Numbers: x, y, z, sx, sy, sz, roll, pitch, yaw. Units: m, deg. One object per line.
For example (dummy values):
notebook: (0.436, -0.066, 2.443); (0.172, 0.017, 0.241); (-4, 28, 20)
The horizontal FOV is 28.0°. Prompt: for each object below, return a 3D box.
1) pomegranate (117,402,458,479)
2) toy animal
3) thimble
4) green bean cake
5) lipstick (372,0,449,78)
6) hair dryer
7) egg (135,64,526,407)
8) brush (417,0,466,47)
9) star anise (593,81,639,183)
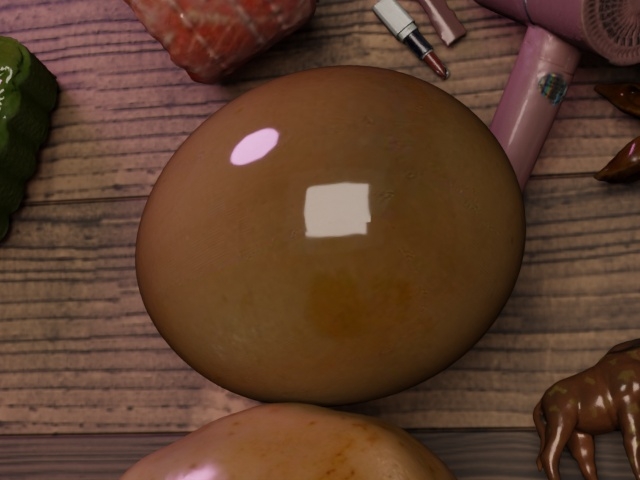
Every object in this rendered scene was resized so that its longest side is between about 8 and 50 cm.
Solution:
pomegranate: (-0.028, 0.329, 1.043); (0.411, 0.411, 0.411); (-3, 77, 11)
toy animal: (0.305, 0.127, 1.185); (0.224, 0.066, 0.229); (-11, 59, 17)
thimble: (-0.130, -0.284, 1.289); (0.162, 0.239, 0.239); (-37, 73, 5)
green bean cake: (-0.425, -0.124, 1.369); (0.248, 0.125, 0.222); (16, 82, 15)
lipstick: (0.096, -0.208, 1.330); (0.025, 0.025, 0.107); (-39, 79, 2)
hair dryer: (0.190, -0.151, 1.241); (0.210, 0.125, 0.352); (40, 112, 53)
egg: (0.000, 0.000, 1.153); (0.374, 0.301, 0.301); (-16, 74, 27)
brush: (0.055, -0.326, 1.348); (0.084, 0.071, 0.301); (-35, 78, -1)
star anise: (0.351, -0.119, 1.212); (0.196, 0.111, 0.212); (-11, 101, 26)
